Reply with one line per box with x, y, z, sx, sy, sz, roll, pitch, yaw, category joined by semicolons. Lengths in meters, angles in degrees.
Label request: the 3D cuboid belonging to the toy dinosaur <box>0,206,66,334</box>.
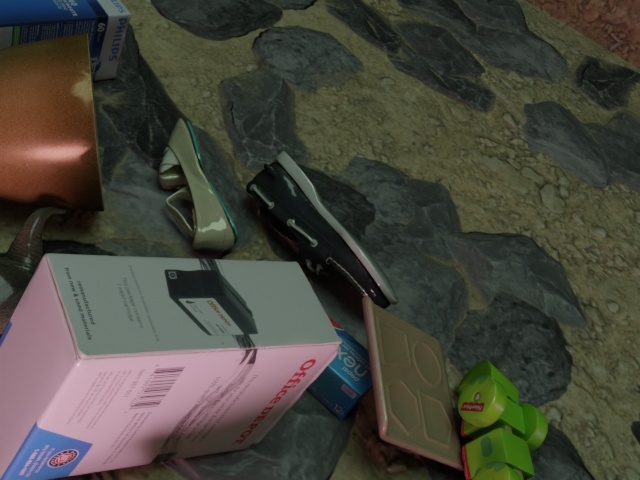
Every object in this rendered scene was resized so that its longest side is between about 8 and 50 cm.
-0.412;0.064;0.934;0.160;0.121;0.313;49;39;4;toy dinosaur

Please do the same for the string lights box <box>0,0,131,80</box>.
-0.435;-0.309;1.250;0.259;0.133;0.077;-19;59;-41;string lights box

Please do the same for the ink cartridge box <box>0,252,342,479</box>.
-0.168;0.132;0.857;0.307;0.223;0.129;4;46;-42;ink cartridge box

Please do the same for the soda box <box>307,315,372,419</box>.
-0.019;0.138;1.092;0.210;0.067;0.071;41;43;12;soda box

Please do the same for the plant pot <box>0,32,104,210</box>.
-0.422;-0.149;1.054;0.254;0.237;0.237;-4;50;-14;plant pot

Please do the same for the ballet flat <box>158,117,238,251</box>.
-0.200;-0.084;1.208;0.086;0.086;0.248;-5;53;-33;ballet flat

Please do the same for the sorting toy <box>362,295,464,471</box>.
0.117;0.193;1.065;0.208;0.038;0.193;36;38;-43;sorting toy

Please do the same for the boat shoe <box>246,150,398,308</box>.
0.000;0.000;1.226;0.303;0.091;0.114;52;2;25;boat shoe

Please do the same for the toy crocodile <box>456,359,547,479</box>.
0.229;0.290;1.032;0.115;0.105;0.341;34;35;-25;toy crocodile
